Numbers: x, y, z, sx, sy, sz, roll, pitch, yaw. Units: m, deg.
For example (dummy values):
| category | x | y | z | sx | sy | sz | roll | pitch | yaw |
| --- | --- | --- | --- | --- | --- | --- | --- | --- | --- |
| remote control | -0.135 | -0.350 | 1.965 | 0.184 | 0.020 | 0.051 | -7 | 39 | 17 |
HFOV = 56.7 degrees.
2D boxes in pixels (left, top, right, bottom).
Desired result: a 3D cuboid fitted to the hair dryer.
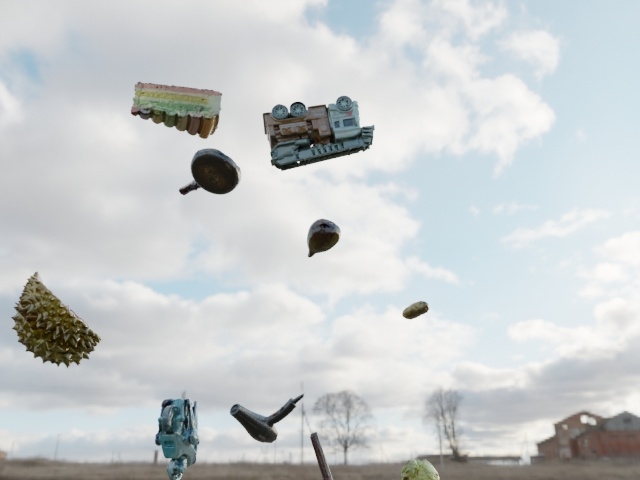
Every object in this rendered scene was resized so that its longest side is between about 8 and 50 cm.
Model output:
| category | x | y | z | sx | sy | sz | roll | pitch | yaw |
| --- | --- | --- | --- | --- | --- | --- | --- | --- | --- |
| hair dryer | -0.176 | 0.622 | 2.187 | 0.272 | 0.091 | 0.235 | -38 | -58 | 6 |

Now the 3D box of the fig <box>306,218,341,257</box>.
| category | x | y | z | sx | sy | sz | roll | pitch | yaw |
| --- | --- | --- | --- | --- | --- | --- | --- | --- | --- |
| fig | 0.000 | 0.000 | 2.014 | 0.103 | 0.109 | 0.154 | 5 | -61 | -46 |

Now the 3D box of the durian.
| category | x | y | z | sx | sy | sz | roll | pitch | yaw |
| --- | --- | --- | --- | --- | --- | --- | --- | --- | --- |
| durian | -0.719 | 0.229 | 1.581 | 0.261 | 0.186 | 0.154 | 34 | -8 | -7 |

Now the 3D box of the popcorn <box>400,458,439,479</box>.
| category | x | y | z | sx | sy | sz | roll | pitch | yaw |
| --- | --- | --- | --- | --- | --- | --- | --- | --- | --- |
| popcorn | 0.277 | 0.680 | 1.688 | 0.116 | 0.106 | 0.120 | -31 | 10 | 9 |

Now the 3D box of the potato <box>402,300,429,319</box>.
| category | x | y | z | sx | sy | sz | roll | pitch | yaw |
| --- | --- | --- | --- | --- | --- | --- | --- | --- | --- |
| potato | 0.262 | 0.191 | 1.631 | 0.083 | 0.040 | 0.051 | -29 | -32 | 34 |

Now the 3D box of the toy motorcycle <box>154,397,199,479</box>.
| category | x | y | z | sx | sy | sz | roll | pitch | yaw |
| --- | --- | --- | --- | --- | --- | --- | --- | --- | --- |
| toy motorcycle | -0.484 | 0.676 | 2.051 | 0.155 | 0.259 | 0.206 | -6 | 3 | 11 |

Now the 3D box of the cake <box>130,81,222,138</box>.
| category | x | y | z | sx | sy | sz | roll | pitch | yaw |
| --- | --- | --- | --- | --- | --- | --- | --- | --- | --- |
| cake | -0.367 | -0.333 | 1.521 | 0.226 | 0.109 | 0.090 | 6 | -32 | -6 |

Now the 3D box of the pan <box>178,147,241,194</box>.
| category | x | y | z | sx | sy | sz | roll | pitch | yaw |
| --- | --- | --- | --- | --- | --- | --- | --- | --- | --- |
| pan | -0.263 | -0.135 | 1.317 | 0.212 | 0.040 | 0.115 | -22 | -61 | 43 |

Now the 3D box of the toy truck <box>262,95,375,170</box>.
| category | x | y | z | sx | sy | sz | roll | pitch | yaw |
| --- | --- | --- | --- | --- | --- | --- | --- | --- | --- |
| toy truck | 0.001 | -0.328 | 1.843 | 0.339 | 0.184 | 0.133 | -9 | -20 | -6 |

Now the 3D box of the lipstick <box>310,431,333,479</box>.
| category | x | y | z | sx | sy | sz | roll | pitch | yaw |
| --- | --- | --- | --- | --- | --- | --- | --- | --- | --- |
| lipstick | 0.009 | 0.573 | 1.495 | 0.027 | 0.176 | 0.027 | -18 | -17 | -6 |
